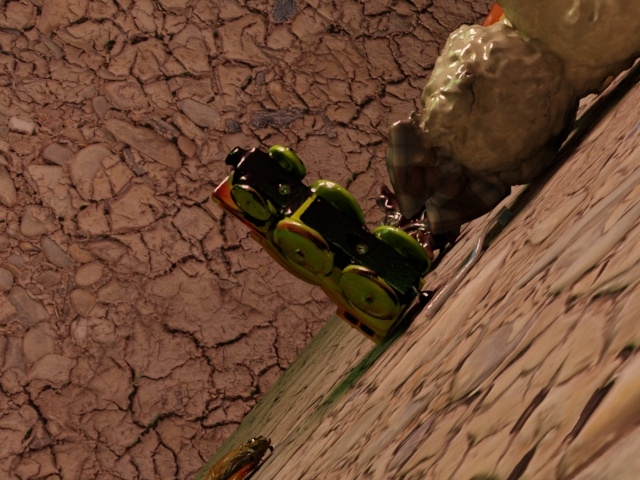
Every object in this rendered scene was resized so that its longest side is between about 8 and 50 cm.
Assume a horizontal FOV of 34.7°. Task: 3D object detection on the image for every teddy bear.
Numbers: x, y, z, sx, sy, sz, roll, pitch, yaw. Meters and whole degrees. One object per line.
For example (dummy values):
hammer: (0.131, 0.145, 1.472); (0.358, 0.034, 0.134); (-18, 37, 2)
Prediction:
teddy bear: (0.212, -0.249, 1.192); (0.362, 0.375, 0.327); (-30, -37, 22)

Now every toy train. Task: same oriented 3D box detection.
toy train: (0.000, 0.000, 1.246); (0.100, 0.296, 0.160); (-49, -9, -24)

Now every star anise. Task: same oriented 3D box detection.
star anise: (0.117, 0.010, 1.512); (0.283, 0.129, 0.212); (-56, 10, 53)

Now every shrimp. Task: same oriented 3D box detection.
shrimp: (-0.124, 0.335, 1.442); (0.190, 0.042, 0.101); (-48, 19, 27)

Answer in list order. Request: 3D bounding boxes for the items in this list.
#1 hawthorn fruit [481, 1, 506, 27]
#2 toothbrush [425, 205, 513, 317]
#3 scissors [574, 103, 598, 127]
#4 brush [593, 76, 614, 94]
hawthorn fruit: (0.324, -0.280, 1.582); (0.253, 0.205, 0.205); (-53, 1, -25)
toothbrush: (0.156, 0.021, 1.084); (0.162, 0.017, 0.014); (-48, -2, -24)
scissors: (0.315, -0.145, 1.248); (0.036, 0.006, 0.083); (-50, 0, -29)
brush: (0.450, -0.303, 1.385); (0.336, 0.020, 0.085); (-49, 0, -26)
